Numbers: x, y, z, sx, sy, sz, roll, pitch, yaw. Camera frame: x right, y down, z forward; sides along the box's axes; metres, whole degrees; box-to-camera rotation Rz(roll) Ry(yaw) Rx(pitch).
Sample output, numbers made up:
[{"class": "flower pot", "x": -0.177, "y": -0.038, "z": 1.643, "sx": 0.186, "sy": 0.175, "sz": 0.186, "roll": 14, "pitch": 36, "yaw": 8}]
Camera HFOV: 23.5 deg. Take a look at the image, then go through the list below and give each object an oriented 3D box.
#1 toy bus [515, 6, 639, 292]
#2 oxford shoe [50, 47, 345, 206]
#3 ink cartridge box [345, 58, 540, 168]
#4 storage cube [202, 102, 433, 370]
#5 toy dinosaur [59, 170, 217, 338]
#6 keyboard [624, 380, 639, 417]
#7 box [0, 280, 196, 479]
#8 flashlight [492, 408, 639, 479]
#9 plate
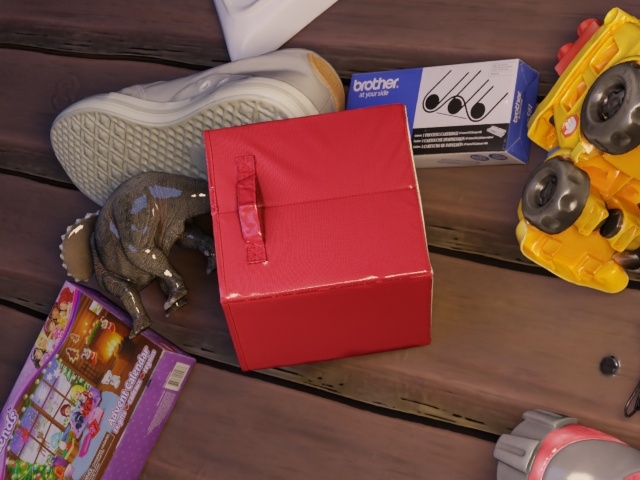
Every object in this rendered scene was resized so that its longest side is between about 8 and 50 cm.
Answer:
[{"class": "toy bus", "x": 0.256, "y": -0.097, "z": 1.380, "sx": 0.220, "sy": 0.149, "sz": 0.211, "roll": -54, "pitch": 33, "yaw": 23}, {"class": "oxford shoe", "x": -0.137, "y": -0.120, "z": 1.718, "sx": 0.449, "sy": 0.169, "sz": 0.130, "roll": -7, "pitch": 31, "yaw": 45}, {"class": "ink cartridge box", "x": 0.117, "y": -0.124, "z": 1.557, "sx": 0.207, "sy": 0.046, "sz": 0.097, "roll": -1, "pitch": 74, "yaw": 39}, {"class": "storage cube", "x": 0.000, "y": 0.000, "z": 1.473, "sx": 0.193, "sy": 0.215, "sz": 0.183, "roll": -8, "pitch": 65, "yaw": 1}, {"class": "toy dinosaur", "x": -0.192, "y": -0.001, "z": 1.671, "sx": 0.160, "sy": 0.121, "sz": 0.313, "roll": 52, "pitch": 140, "yaw": 5}, {"class": "keyboard", "x": 0.323, "y": 0.101, "z": 1.325, "sx": 0.100, "sy": 0.038, "sz": 0.192, "roll": 10, "pitch": 90, "yaw": 32}, {"class": "box", "x": -0.282, "y": 0.218, "z": 1.755, "sx": 0.201, "sy": 0.057, "sz": 0.293, "roll": 29, "pitch": 94, "yaw": 42}, {"class": "flashlight", "x": 0.276, "y": 0.217, "z": 1.246, "sx": 0.304, "sy": 0.103, "sz": 0.103, "roll": 14, "pitch": 71, "yaw": 51}, {"class": "plate", "x": -0.043, "y": -0.374, "z": 1.774, "sx": 0.278, "sy": 0.045, "sz": 0.277, "roll": -35, "pitch": 55, "yaw": 25}]
